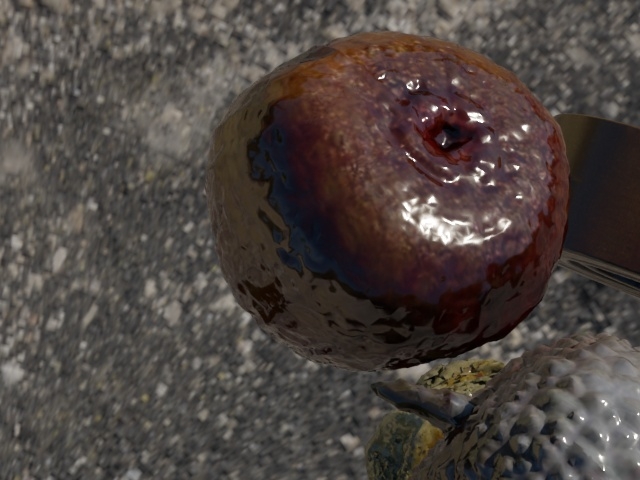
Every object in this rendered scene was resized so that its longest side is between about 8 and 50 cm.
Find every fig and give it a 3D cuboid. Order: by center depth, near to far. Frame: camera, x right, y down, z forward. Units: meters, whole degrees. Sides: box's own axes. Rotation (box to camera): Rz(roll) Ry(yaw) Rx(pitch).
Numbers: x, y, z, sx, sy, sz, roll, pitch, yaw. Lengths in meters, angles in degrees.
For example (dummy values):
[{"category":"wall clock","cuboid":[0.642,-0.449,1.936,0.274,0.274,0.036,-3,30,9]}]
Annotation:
[{"category":"fig","cuboid":[0.000,0.000,0.626,0.146,0.201,0.134,8,68,-33]}]

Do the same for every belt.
[{"category":"belt","cuboid":[0.326,0.004,1.203,0.338,0.217,0.122,21,87,-6]}]

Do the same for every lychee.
[{"category":"lychee","cuboid":[0.113,0.117,0.720,0.197,0.165,0.165,43,68,2]}]

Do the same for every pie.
[{"category":"pie","cuboid":[0.109,0.161,1.050,0.163,0.079,0.193,-47,128,-4]}]
